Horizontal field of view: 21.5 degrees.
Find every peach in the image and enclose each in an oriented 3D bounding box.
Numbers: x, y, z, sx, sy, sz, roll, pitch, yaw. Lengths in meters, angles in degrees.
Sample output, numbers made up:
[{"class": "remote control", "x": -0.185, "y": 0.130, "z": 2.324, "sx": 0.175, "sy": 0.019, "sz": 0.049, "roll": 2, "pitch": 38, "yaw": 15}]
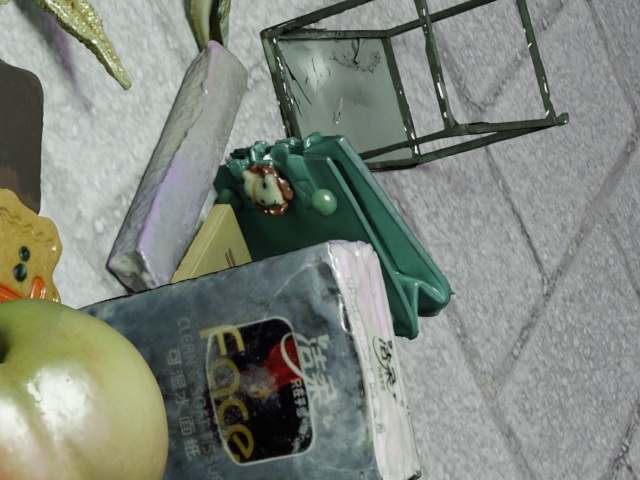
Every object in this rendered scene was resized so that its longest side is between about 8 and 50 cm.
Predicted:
[{"class": "peach", "x": -0.273, "y": 0.205, "z": 1.554, "sx": 0.292, "sy": 0.247, "sz": 0.292, "roll": 23, "pitch": 63, "yaw": -53}]

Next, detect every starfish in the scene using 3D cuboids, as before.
[{"class": "starfish", "x": -0.334, "y": -0.340, "z": 1.847, "sx": 0.358, "sy": 0.078, "sz": 0.347, "roll": 30, "pitch": 56, "yaw": -34}]

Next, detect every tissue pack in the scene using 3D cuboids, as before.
[{"class": "tissue pack", "x": -0.086, "y": 0.157, "z": 1.760, "sx": 0.122, "sy": 0.361, "sz": 0.259, "roll": -8, "pitch": 85, "yaw": -58}]

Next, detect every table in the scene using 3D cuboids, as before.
[{"class": "table", "x": 0.139, "y": -0.228, "z": 2.350, "sx": 0.335, "sy": 0.272, "sz": 0.222, "roll": -12, "pitch": 88, "yaw": -58}]

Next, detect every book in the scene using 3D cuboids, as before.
[{"class": "book", "x": -0.132, "y": 0.086, "z": 1.998, "sx": 0.231, "sy": 0.026, "sz": 0.161, "roll": -64, "pitch": 145, "yaw": -46}]

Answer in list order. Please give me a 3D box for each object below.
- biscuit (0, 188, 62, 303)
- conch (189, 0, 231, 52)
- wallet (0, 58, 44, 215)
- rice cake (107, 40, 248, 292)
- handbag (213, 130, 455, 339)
[{"class": "biscuit", "x": -0.324, "y": 0.064, "z": 1.708, "sx": 0.166, "sy": 0.036, "sz": 0.225, "roll": 43, "pitch": 52, "yaw": -47}, {"class": "conch", "x": -0.122, "y": -0.427, "z": 2.113, "sx": 0.169, "sy": 0.203, "sz": 0.386, "roll": -33, "pitch": 115, "yaw": -33}, {"class": "wallet", "x": -0.396, "y": -0.125, "z": 1.694, "sx": 0.309, "sy": 0.042, "sz": 0.165, "roll": 14, "pitch": 67, "yaw": -53}, {"class": "rice cake", "x": -0.167, "y": -0.089, "z": 2.016, "sx": 0.070, "sy": 0.064, "sz": 0.399, "roll": 45, "pitch": 42, "yaw": -29}, {"class": "handbag", "x": -0.002, "y": 0.005, "z": 2.059, "sx": 0.100, "sy": 0.269, "sz": 0.274, "roll": -44, "pitch": 115, "yaw": -27}]
